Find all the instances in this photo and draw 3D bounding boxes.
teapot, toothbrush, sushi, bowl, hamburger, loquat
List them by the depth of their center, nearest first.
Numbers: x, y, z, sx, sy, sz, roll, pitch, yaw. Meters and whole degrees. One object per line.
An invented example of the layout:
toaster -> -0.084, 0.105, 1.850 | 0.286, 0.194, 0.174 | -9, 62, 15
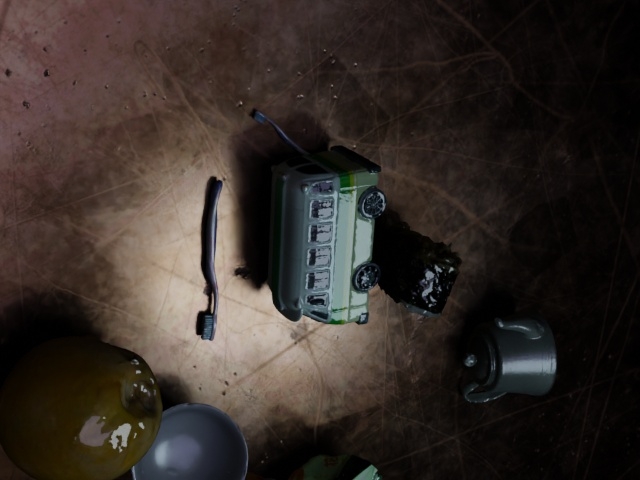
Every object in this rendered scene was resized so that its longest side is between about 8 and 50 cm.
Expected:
loquat -> -0.358, 0.252, 1.742 | 0.244, 0.244, 0.243 | -10, 112, -27
toothbrush -> -0.171, 0.034, 1.886 | 0.027, 0.021, 0.269 | -6, 109, -34
toothbrush -> -0.047, -0.160, 1.895 | 0.162, 0.014, 0.017 | 34, 74, -34
bowl -> -0.219, 0.348, 1.917 | 0.189, 0.086, 0.189 | -1, 92, -19
sushi -> 0.164, 0.046, 1.964 | 0.147, 0.212, 0.115 | 25, 99, -16
hamburger -> 0.027, 0.468, 2.088 | 0.235, 0.125, 0.214 | -49, 144, -43
teapot -> 0.326, 0.219, 2.170 | 0.149, 0.162, 0.239 | -6, 139, -19

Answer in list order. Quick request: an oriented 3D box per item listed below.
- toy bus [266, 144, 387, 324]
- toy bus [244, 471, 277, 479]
toy bus -> 0.000, 0.000, 1.900 | 0.165, 0.134, 0.276 | -8, 114, -29
toy bus -> -0.130, 0.489, 1.994 | 0.126, 0.136, 0.209 | -32, 122, -37
